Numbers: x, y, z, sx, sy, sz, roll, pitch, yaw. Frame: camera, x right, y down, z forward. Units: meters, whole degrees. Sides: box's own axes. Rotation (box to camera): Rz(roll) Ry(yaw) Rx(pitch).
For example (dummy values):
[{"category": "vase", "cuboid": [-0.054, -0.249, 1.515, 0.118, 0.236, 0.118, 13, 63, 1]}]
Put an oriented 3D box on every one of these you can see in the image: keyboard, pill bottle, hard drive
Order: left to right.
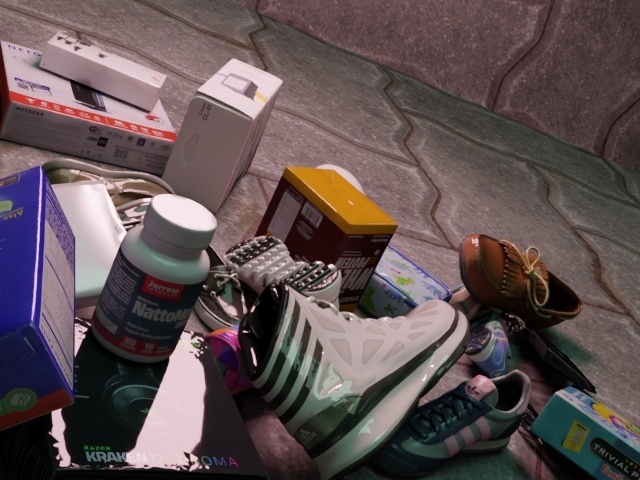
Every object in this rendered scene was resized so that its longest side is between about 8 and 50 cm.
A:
[{"category": "hard drive", "cuboid": [-0.416, 0.015, 1.291, 0.307, 0.040, 0.203, -9, 57, -37]}, {"category": "pill bottle", "cuboid": [-0.191, 0.042, 1.090, 0.108, 0.180, 0.108, 22, 23, -10]}, {"category": "keyboard", "cuboid": [0.371, 0.331, 1.591, 0.100, 0.038, 0.192, 37, 11, -40]}, {"category": "keyboard", "cuboid": [0.415, 0.199, 1.764, 0.201, 0.033, 0.317, 41, 6, 3]}]

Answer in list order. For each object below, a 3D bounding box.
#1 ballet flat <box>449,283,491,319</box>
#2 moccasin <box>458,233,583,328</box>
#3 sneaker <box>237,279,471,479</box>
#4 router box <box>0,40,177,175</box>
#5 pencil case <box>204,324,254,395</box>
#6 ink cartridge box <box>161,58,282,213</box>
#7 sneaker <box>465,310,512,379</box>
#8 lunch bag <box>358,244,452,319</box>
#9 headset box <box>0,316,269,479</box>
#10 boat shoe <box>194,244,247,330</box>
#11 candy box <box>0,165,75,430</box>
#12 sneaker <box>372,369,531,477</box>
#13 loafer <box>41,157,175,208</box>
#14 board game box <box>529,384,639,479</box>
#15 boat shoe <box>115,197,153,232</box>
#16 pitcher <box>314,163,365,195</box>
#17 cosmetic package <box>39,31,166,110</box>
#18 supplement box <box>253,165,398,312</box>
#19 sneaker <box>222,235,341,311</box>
[{"category": "ballet flat", "cuboid": [0.335, 0.112, 1.952, 0.086, 0.086, 0.248, 34, 26, 19]}, {"category": "moccasin", "cuboid": [0.402, 0.084, 1.858, 0.380, 0.147, 0.139, 35, 52, -39]}, {"category": "sneaker", "cuboid": [0.050, 0.126, 1.332, 0.257, 0.169, 0.447, 49, 31, 3]}, {"category": "router box", "cuboid": [-0.483, -0.269, 1.889, 0.335, 0.082, 0.301, 11, 27, -30]}, {"category": "pencil case", "cuboid": [-0.080, 0.164, 1.385, 0.104, 0.104, 0.236, 39, 28, 27]}, {"category": "ink cartridge box", "cuboid": [-0.196, -0.219, 1.898, 0.131, 0.226, 0.306, 24, 25, -2]}, {"category": "sneaker", "cuboid": [0.316, 0.198, 1.764, 0.081, 0.080, 0.211, 54, 21, -4]}, {"category": "lunch bag", "cuboid": [0.134, 0.082, 1.783, 0.219, 0.090, 0.176, 37, 23, 22]}, {"category": "headset box", "cuboid": [-0.230, 0.215, 1.081, 0.246, 0.131, 0.283, 11, 26, -31]}, {"category": "boat shoe", "cuboid": [-0.169, 0.075, 1.509, 0.078, 0.070, 0.219, 4, 32, -41]}, {"category": "candy box", "cuboid": [-0.407, 0.080, 1.008, 0.268, 0.122, 0.317, -19, 35, -1]}, {"category": "sneaker", "cuboid": [0.197, 0.261, 1.414, 0.319, 0.131, 0.112, -6, 39, -44]}, {"category": "loafer", "cuboid": [-0.367, -0.072, 1.618, 0.251, 0.094, 0.087, 10, 62, -36]}, {"category": "board game box", "cuboid": [0.517, 0.366, 1.506, 0.336, 0.079, 0.254, 35, 8, 20]}, {"category": "boat shoe", "cuboid": [-0.333, 0.003, 1.467, 0.335, 0.112, 0.095, -6, 56, -42]}, {"category": "pitcher", "cuboid": [0.059, -0.054, 1.972, 0.178, 0.125, 0.207, 29, 23, -53]}, {"category": "cosmetic package", "cuboid": [-0.442, -0.348, 1.914, 0.239, 0.060, 0.099, 21, 25, -11]}, {"category": "supplement box", "cuboid": [0.000, 0.000, 1.679, 0.129, 0.194, 0.191, -1, 35, -46]}, {"category": "sneaker", "cuboid": [-0.069, 0.077, 1.581, 0.110, 0.118, 0.292, -29, 33, -25]}]
